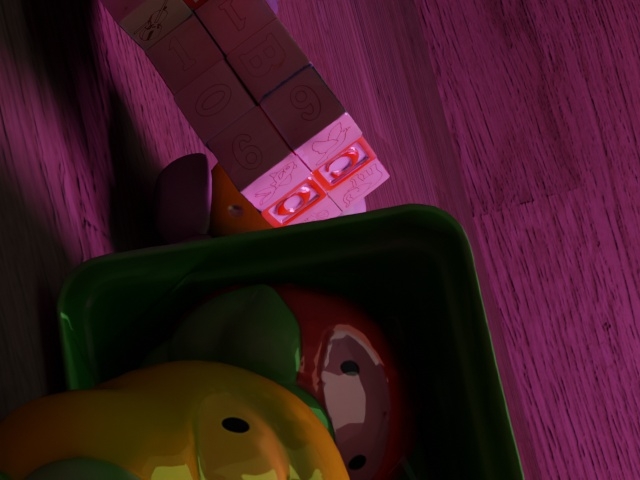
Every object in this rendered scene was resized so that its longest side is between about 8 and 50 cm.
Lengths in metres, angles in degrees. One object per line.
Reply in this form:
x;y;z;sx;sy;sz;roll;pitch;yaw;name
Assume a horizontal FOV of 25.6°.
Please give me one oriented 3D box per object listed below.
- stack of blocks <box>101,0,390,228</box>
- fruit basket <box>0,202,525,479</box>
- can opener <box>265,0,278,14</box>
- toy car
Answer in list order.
-0.083;-0.155;0.966;0.297;0.087;0.171;56;5;22;stack of blocks
-0.024;0.154;0.740;0.392;0.283;0.392;170;-90;-86;fruit basket
-0.093;-0.356;1.429;0.074;0.093;0.280;-86;161;-60;can opener
-0.050;0.026;1.054;0.136;0.159;0.182;116;-26;-49;toy car
